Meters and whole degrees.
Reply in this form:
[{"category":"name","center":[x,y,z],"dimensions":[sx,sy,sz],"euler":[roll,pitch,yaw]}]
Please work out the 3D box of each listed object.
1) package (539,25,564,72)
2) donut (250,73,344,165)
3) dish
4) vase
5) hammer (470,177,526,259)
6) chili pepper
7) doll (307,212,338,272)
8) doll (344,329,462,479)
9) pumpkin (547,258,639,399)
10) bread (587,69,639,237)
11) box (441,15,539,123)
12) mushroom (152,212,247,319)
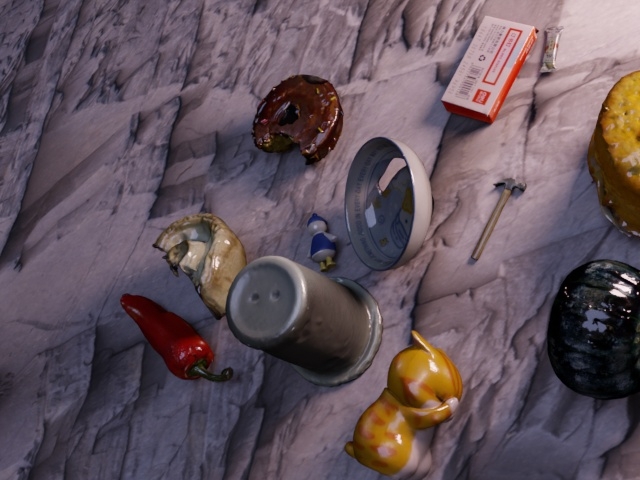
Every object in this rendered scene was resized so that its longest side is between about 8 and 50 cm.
[{"category":"package","center":[0.484,-0.400,1.543],"dimensions":[0.037,0.015,0.110],"euler":[3,72,35]},{"category":"donut","center":[-0.046,-0.282,1.746],"dimensions":[0.230,0.096,0.216],"euler":[2,71,30]},{"category":"dish","center":[0.169,-0.076,1.530],"dimensions":[0.273,0.133,0.273],"euler":[8,99,61]},{"category":"vase","center":[-0.036,0.156,1.467],"dimensions":[0.245,0.291,0.245],"euler":[-9,70,25]},{"category":"hammer","center":[0.348,-0.044,1.488],"dimensions":[0.062,0.017,0.182],"euler":[26,87,34]},{"category":"chili pepper","center":[-0.349,0.228,1.722],"dimensions":[0.387,0.110,0.110],"euler":[37,92,35]},{"category":"doll","center":[0.000,0.000,1.641],"dimensions":[0.098,0.057,0.143],"euler":[-38,55,36]},{"category":"doll","center":[0.166,0.324,1.372],"dimensions":[0.162,0.166,0.270],"euler":[34,87,32]},{"category":"pumpkin","center":[0.474,0.147,1.227],"dimensions":[0.163,0.233,0.233],"euler":[7,75,41]},{"category":"bread","center":[0.638,-0.171,1.266],"dimensions":[0.358,0.204,0.337],"euler":[-18,59,24]},{"category":"box","center":[0.363,-0.371,1.579],"dimensions":[0.123,0.050,0.229],"euler":[25,85,31]},{"category":"mushroom","center":[-0.248,0.048,1.691],"dimensions":[0.164,0.190,0.267],"euler":[-43,32,-7]}]
